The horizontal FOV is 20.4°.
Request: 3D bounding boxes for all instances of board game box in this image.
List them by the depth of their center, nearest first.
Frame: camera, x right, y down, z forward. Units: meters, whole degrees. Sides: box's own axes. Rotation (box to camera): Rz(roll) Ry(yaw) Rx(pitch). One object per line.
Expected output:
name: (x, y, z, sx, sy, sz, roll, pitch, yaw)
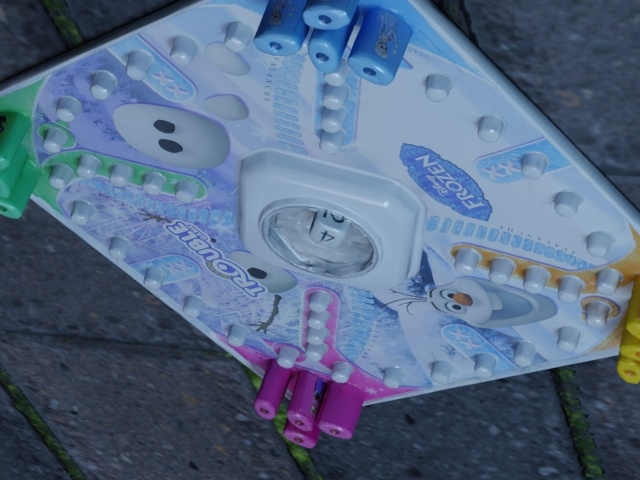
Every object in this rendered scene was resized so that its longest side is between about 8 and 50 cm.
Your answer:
board game box: (0.000, 0.000, 1.154, 0.390, 0.050, 0.390, -16, 134, 42)
